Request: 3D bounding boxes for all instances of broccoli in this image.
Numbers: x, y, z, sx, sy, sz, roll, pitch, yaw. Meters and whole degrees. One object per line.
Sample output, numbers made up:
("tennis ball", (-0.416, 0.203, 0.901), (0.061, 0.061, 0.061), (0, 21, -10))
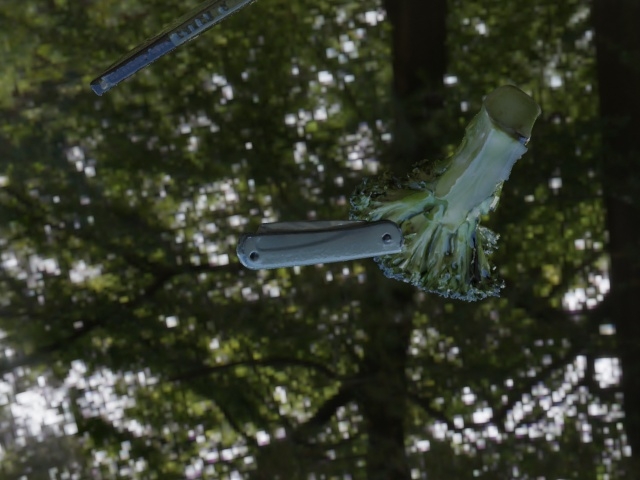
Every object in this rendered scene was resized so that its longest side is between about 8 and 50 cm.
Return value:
("broccoli", (0.192, -0.090, 1.786), (0.221, 0.362, 0.252), (-25, -131, -36))

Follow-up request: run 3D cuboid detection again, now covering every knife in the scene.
("knife", (0.000, 0.000, 1.120), (0.162, 0.044, 0.023), (-6, -174, -16))

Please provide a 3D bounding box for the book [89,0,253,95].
("book", (-0.085, -0.207, 1.050), (0.228, 0.024, 0.160), (-25, -165, 29))
